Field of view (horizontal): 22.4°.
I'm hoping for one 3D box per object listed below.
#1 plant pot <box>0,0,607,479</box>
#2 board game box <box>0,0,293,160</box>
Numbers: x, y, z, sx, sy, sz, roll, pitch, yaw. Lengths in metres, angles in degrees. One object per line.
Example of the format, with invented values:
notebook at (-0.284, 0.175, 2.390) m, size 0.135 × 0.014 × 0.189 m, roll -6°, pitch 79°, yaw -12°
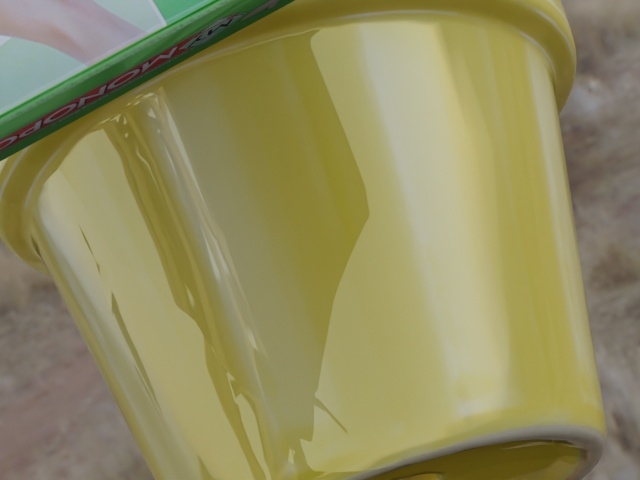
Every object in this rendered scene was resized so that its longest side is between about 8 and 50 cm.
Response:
plant pot at (0.000, 0.000, 0.655) m, size 0.254 × 0.239 × 0.254 m, roll -15°, pitch -24°, yaw -7°
board game box at (-0.115, -0.117, 0.359) m, size 0.317 × 0.213 × 0.046 m, roll -30°, pitch 0°, yaw -17°
